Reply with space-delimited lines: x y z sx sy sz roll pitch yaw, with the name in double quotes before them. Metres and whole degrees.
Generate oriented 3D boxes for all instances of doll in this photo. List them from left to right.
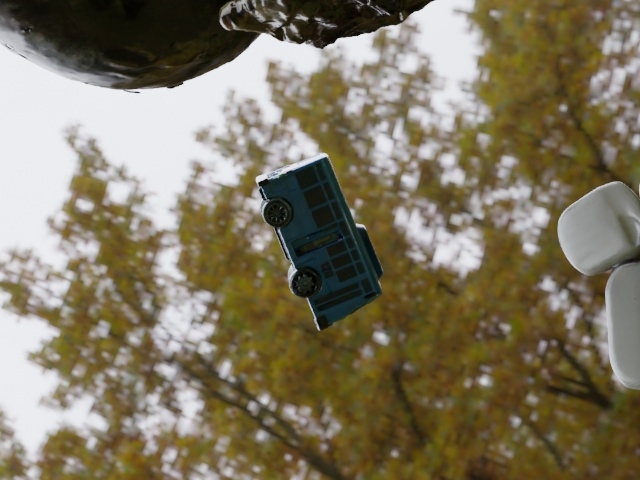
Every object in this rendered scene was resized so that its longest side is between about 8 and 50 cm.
"doll" 0.398 0.081 1.683 0.423 0.161 0.348 48 -137 -37

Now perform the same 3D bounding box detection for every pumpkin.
"pumpkin" -0.231 -0.370 1.694 0.454 0.454 0.344 -19 -27 -46

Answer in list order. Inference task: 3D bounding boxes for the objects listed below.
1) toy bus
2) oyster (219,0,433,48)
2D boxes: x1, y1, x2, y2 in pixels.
"toy bus" 0.000 0.000 1.776 0.106 0.090 0.185 -23 -82 -2
"oyster" 0.044 -0.293 1.324 0.096 0.361 0.221 -32 -77 -65
